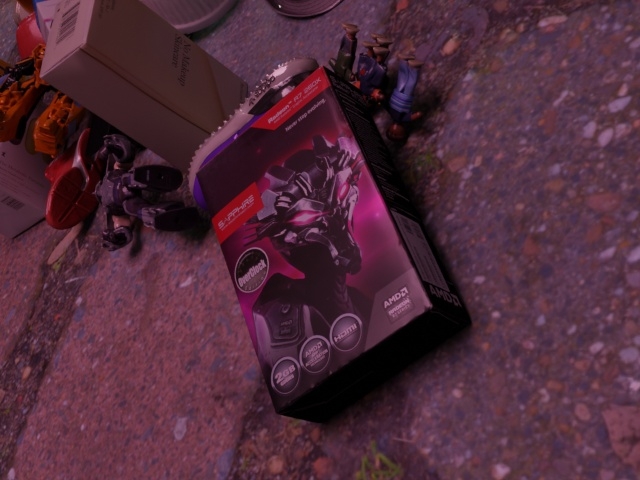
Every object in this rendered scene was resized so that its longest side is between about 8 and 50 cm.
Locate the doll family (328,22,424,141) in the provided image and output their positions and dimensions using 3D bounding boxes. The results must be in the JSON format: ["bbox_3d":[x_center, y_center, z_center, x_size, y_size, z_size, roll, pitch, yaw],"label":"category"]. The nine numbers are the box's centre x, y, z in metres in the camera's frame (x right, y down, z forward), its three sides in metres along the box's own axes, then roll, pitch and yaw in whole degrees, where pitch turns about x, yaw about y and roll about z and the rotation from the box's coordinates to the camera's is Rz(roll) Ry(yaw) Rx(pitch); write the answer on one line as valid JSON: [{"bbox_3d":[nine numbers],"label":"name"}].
[{"bbox_3d":[0.072,-0.204,1.306,0.193,0.076,0.111,-124,43,-56],"label":"doll family"}]

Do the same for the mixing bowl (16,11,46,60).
[{"bbox_3d":[-0.569,-0.437,2.091,0.181,0.098,0.181,-31,15,9],"label":"mixing bowl"}]

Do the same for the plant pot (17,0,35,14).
[{"bbox_3d":[-0.560,-0.609,2.206,0.205,0.205,0.188,-27,30,32],"label":"plant pot"}]

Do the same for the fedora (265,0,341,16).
[{"bbox_3d":[-0.032,-0.494,1.600,0.244,0.124,0.275,-49,39,10],"label":"fedora"}]

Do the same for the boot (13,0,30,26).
[{"bbox_3d":[-0.656,-0.612,2.389,0.165,0.077,0.213,5,71,50],"label":"boot"}]

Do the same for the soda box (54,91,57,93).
[{"bbox_3d":[-0.493,-0.364,2.052,0.181,0.058,0.061,-23,48,35],"label":"soda box"}]

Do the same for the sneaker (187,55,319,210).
[{"bbox_3d":[-0.075,-0.108,1.392,0.293,0.102,0.146,-46,66,35],"label":"sneaker"}]

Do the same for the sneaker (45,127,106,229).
[{"bbox_3d":[-0.463,-0.094,1.827,0.128,0.087,0.221,-27,34,44],"label":"sneaker"}]

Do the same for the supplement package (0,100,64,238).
[{"bbox_3d":[-0.603,-0.154,1.955,0.134,0.139,0.244,-26,47,35],"label":"supplement package"}]

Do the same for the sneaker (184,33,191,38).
[{"bbox_3d":[-0.269,-0.386,1.854,0.044,0.040,0.109,-63,32,18],"label":"sneaker"}]

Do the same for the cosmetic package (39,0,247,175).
[{"bbox_3d":[-0.260,-0.244,1.516,0.113,0.309,0.160,-27,48,33],"label":"cosmetic package"}]

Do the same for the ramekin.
[{"bbox_3d":[-0.247,-0.486,1.784,0.207,0.109,0.207,-10,62,20],"label":"ramekin"}]

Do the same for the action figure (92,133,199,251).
[{"bbox_3d":[-0.300,-0.075,1.567,0.285,0.099,0.185,6,106,56],"label":"action figure"}]

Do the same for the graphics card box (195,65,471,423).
[{"bbox_3d":[0.000,0.000,1.185,0.232,0.094,0.371,-36,56,22],"label":"graphics card box"}]

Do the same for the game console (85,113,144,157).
[{"bbox_3d":[-0.362,-0.206,1.801,0.071,0.107,0.122,114,162,-54],"label":"game console"}]

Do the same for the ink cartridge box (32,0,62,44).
[{"bbox_3d":[-0.455,-0.398,1.899,0.134,0.078,0.231,-15,48,-19],"label":"ink cartridge box"}]

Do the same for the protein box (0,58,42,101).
[{"bbox_3d":[-0.746,-0.291,2.154,0.199,0.201,0.136,-31,45,29],"label":"protein box"}]

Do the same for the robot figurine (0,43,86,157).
[{"bbox_3d":[-0.518,-0.275,1.882,0.291,0.211,0.085,-79,1,-47],"label":"robot figurine"}]
